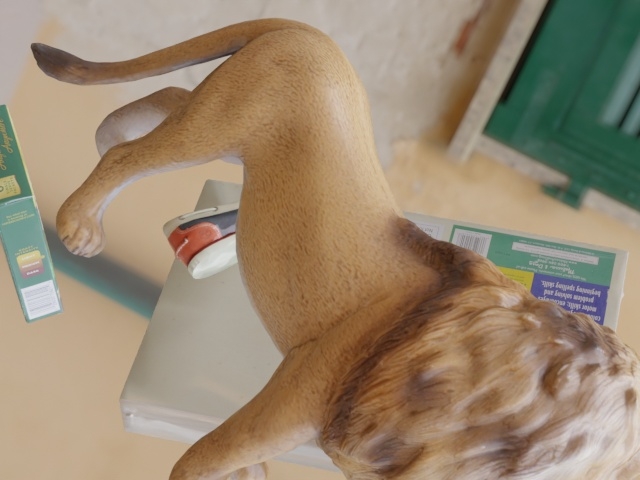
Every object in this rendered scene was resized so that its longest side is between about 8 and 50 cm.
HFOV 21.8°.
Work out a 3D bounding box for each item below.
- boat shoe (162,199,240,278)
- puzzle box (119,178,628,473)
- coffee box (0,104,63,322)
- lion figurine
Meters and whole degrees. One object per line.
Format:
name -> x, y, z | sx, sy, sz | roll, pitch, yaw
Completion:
boat shoe -> -0.048, -0.016, 1.185 | 0.137, 0.043, 0.049 | -24, 153, -31
puzzle box -> 0.056, 0.088, 1.477 | 0.052, 0.409, 0.272 | 89, 15, -48
coffee box -> -0.272, -0.021, 1.488 | 0.040, 0.113, 0.184 | -16, 144, -9
lion figurine -> 0.000, 0.000, 0.909 | 0.240, 0.392, 0.142 | -33, 168, 20
